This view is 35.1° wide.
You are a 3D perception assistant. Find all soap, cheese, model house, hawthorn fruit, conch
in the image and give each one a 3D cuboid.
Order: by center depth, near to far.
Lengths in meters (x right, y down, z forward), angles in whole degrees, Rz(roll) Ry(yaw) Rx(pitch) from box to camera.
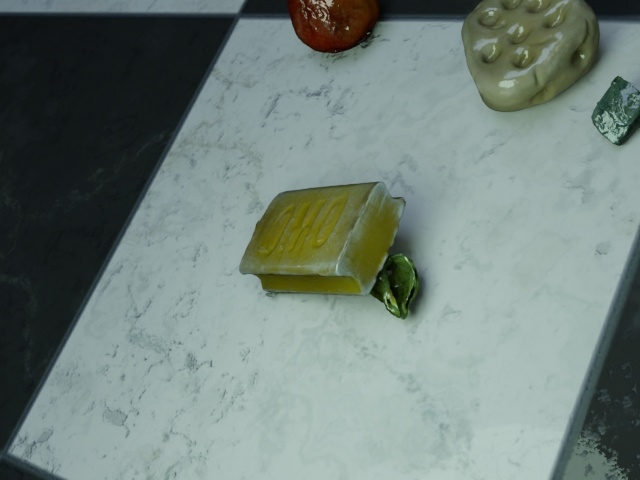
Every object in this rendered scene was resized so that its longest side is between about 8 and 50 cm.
[{"bbox_3d":[0.442,-0.191,1.492,0.083,0.066,0.078,-53,55,17],"label":"model house"},{"bbox_3d":[0.111,0.062,1.525,0.089,0.074,0.121,-63,34,35],"label":"conch"},{"bbox_3d":[0.000,0.000,1.588,0.274,0.089,0.173,-3,55,54],"label":"soap"},{"bbox_3d":[0.332,-0.307,1.597,0.218,0.117,0.235,0,60,33],"label":"cheese"},{"bbox_3d":[0.024,-0.433,1.856,0.174,0.179,0.173,1,53,-1],"label":"hawthorn fruit"}]
